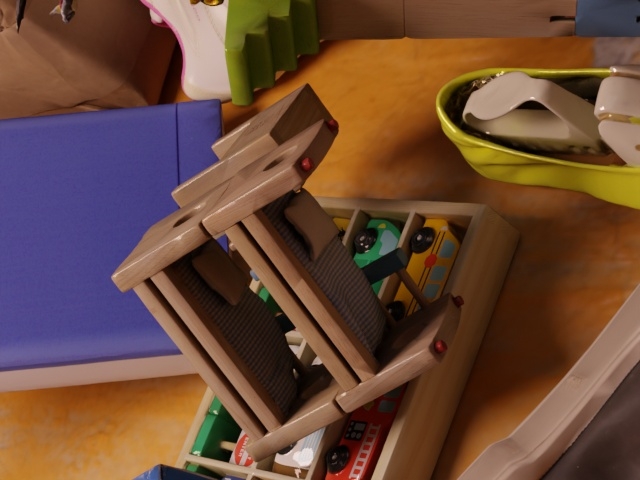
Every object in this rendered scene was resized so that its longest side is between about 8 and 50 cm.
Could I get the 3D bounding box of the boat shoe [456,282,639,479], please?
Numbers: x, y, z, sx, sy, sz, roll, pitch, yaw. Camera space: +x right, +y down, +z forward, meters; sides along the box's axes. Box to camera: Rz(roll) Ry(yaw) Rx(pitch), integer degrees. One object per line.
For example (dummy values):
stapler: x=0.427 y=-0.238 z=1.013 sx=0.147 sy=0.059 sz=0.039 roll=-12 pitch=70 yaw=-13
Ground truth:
boat shoe: x=0.171 y=0.074 z=0.822 sx=0.335 sy=0.095 sz=0.112 roll=-46 pitch=3 yaw=4

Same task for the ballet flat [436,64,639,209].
ballet flat: x=0.151 y=-0.061 z=0.935 sx=0.231 sy=0.077 sz=0.077 roll=7 pitch=68 yaw=48

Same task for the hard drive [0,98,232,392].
hard drive: x=-0.217 y=0.007 z=1.149 sx=0.318 sy=0.040 sz=0.210 roll=-6 pitch=50 yaw=0

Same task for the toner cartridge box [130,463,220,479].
toner cartridge box: x=-0.170 y=0.271 z=0.983 sx=0.348 sy=0.075 sz=0.165 roll=-34 pitch=51 yaw=31

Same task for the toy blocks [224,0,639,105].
toy blocks: x=0.085 y=-0.257 z=1.045 sx=0.260 sy=0.191 sz=0.381 roll=-1 pitch=55 yaw=4

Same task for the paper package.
paper package: x=-0.241 y=-0.235 z=1.398 sx=0.309 sy=0.168 sz=0.325 roll=-10 pitch=55 yaw=40

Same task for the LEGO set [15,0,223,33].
LEGO set: x=-0.145 y=-0.304 z=1.053 sx=0.192 sy=0.255 sz=0.331 roll=1 pitch=78 yaw=2

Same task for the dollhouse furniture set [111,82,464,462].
dollhouse furniture set: x=0.000 y=0.000 z=0.980 sx=0.129 sy=0.129 sz=0.184 roll=-30 pitch=14 yaw=26

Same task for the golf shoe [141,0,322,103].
golf shoe: x=-0.101 y=-0.231 z=1.238 sx=0.140 sy=0.115 sz=0.306 roll=-46 pitch=60 yaw=37

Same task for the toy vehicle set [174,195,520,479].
toy vehicle set: x=-0.002 y=0.101 z=1.005 sx=0.166 sy=0.035 sz=0.267 roll=3 pitch=64 yaw=47
